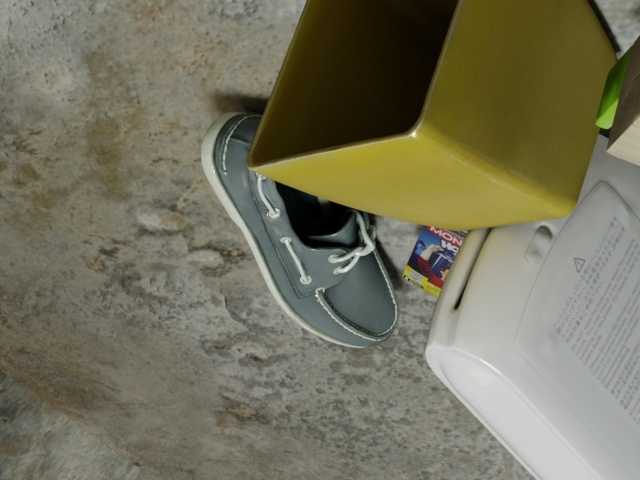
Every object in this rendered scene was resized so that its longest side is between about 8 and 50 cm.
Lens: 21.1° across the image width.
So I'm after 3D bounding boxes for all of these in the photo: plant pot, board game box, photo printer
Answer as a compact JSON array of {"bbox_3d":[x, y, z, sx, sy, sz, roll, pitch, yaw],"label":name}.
[{"bbox_3d":[0.104,-0.116,1.327,0.187,0.212,0.212,31,158,-31],"label":"plant pot"},{"bbox_3d":[0.190,0.021,1.631,0.194,0.060,0.194,29,154,5],"label":"board game box"},{"bbox_3d":[0.230,0.077,1.458,0.107,0.256,0.307,2,143,51],"label":"photo printer"}]

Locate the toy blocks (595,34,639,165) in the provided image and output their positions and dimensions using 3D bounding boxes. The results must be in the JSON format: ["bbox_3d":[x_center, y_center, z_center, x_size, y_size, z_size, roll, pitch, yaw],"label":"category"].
[{"bbox_3d":[0.365,-0.107,1.107,0.261,0.190,0.381,20,156,-5],"label":"toy blocks"}]

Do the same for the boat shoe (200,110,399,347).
[{"bbox_3d":[0.000,0.000,1.738,0.099,0.116,0.319,7,141,48],"label":"boat shoe"}]
